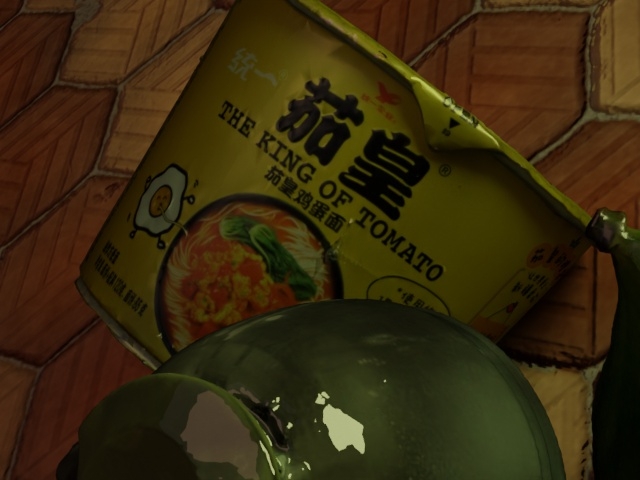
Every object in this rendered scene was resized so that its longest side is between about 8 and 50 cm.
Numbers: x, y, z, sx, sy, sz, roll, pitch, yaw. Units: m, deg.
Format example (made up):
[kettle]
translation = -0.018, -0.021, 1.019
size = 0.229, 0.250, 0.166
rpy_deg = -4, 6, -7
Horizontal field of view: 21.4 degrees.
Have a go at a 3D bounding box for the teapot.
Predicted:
[teapot]
translation = 0.007, 0.171, 0.887
size = 0.321, 0.239, 0.239
rpy_deg = 42, 110, 31

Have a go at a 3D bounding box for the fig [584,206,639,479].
[fig]
translation = 0.219, 0.084, 0.911
size = 0.203, 0.235, 0.203
rpy_deg = -27, 33, 19

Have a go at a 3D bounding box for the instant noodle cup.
[instant noodle cup]
translation = 0.000, 0.000, 1.177
size = 0.254, 0.325, 0.325
rpy_deg = -52, 34, 3
